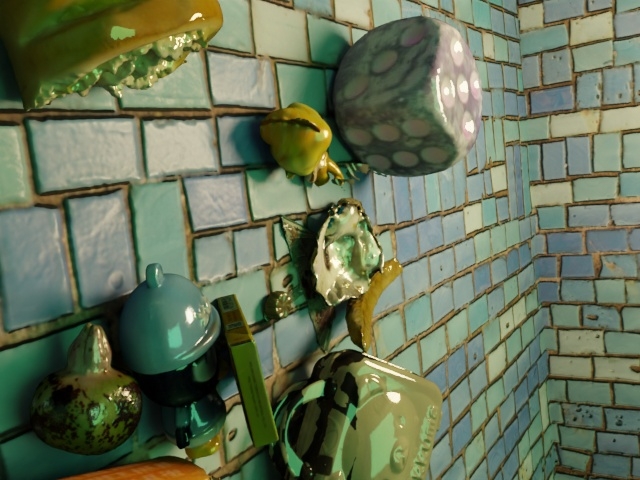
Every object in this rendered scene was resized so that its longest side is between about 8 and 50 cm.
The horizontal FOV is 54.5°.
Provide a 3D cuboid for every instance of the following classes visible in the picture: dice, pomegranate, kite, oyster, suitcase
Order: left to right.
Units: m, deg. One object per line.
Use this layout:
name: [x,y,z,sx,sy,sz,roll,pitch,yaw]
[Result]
pomegranate: [-0.302,0.195,0.804,0.138,0.125,0.163,2,66,-38]
kite: [-0.024,0.092,1.309,0.314,0.011,0.335,-40,120,-50]
oyster: [0.043,0.026,1.335,0.223,0.083,0.214,-24,100,-44]
suitcase: [0.060,0.396,1.210,0.339,0.194,0.351,26,69,-24]
dice: [0.204,-0.326,1.441,0.270,0.270,0.271,43,54,-45]

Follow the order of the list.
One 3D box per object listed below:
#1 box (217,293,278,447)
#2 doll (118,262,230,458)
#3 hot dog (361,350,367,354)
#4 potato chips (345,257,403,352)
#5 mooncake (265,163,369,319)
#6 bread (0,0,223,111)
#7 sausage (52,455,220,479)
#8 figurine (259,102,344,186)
box: [-0.120,0.189,0.973,0.041,0.279,0.153,-13,101,-11]
doll: [-0.207,0.173,0.918,0.177,0.141,0.314,-92,172,-64]
hot dog: [0.082,0.369,1.382,0.102,0.076,0.249,16,76,-14]
potato chips: [0.112,0.133,1.411,0.407,0.080,0.057,-51,130,-63]
mooncake: [-0.011,-0.005,1.227,0.150,0.057,0.346,14,97,-58]
bread: [-0.269,-0.326,0.803,0.316,0.211,0.270,-36,116,-54]
sausage: [-0.275,0.392,0.726,0.287,0.233,0.233,12,78,-54]
figurine: [-0.030,-0.183,1.233,0.246,0.131,0.156,37,55,-65]
